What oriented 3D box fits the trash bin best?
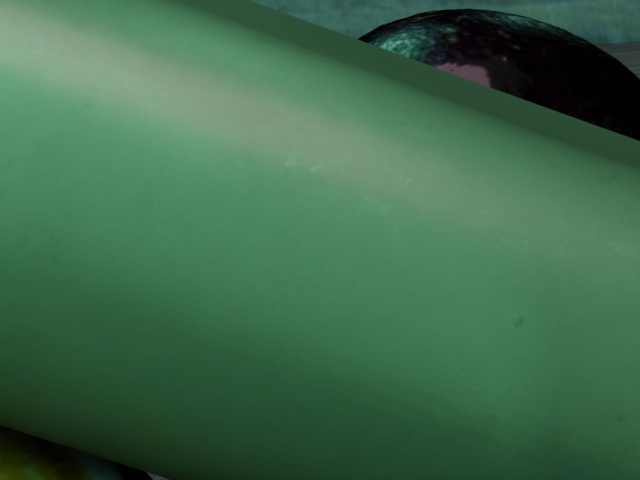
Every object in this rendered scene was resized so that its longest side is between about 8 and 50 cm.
[{"bbox_3d":[0.000,0.000,0.441,0.247,0.121,0.243,18,10,8],"label":"trash bin"}]

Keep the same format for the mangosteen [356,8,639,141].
[{"bbox_3d":[0.081,0.008,0.930,0.288,0.288,0.288,-5,15,1],"label":"mangosteen"}]

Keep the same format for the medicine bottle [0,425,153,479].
[{"bbox_3d":[-0.058,0.165,0.466,0.395,0.242,0.242,3,9,-32],"label":"medicine bottle"}]
